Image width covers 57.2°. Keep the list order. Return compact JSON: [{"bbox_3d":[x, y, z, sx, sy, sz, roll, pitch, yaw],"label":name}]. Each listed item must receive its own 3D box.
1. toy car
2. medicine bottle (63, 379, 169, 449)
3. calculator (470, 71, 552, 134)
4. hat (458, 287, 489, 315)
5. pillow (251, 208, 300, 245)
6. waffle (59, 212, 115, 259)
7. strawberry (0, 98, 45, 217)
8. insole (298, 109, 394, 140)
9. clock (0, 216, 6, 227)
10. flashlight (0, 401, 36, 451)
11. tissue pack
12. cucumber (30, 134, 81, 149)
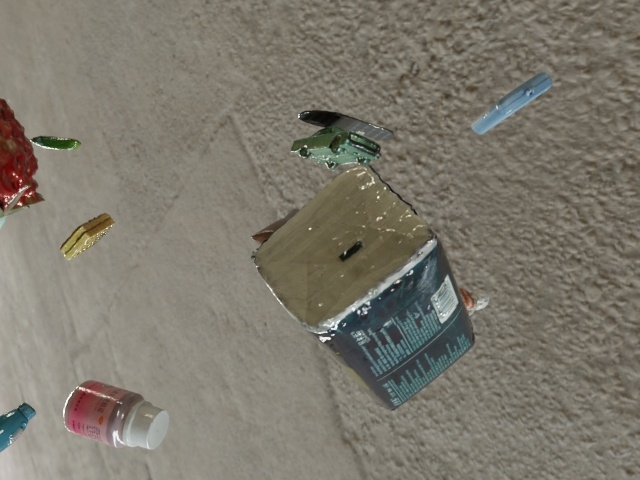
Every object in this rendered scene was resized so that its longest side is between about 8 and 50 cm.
[{"bbox_3d":[0.040,-0.279,1.749,0.321,0.142,0.097,5,78,59],"label":"toy car"},{"bbox_3d":[-0.522,0.453,1.510,0.247,0.147,0.146,10,115,16],"label":"medicine bottle"},{"bbox_3d":[0.374,-0.269,1.162,0.039,0.121,0.210,54,175,0],"label":"calculator"},{"bbox_3d":[0.334,0.149,1.395,0.112,0.163,0.093,119,146,-51],"label":"hat"},{"bbox_3d":[0.000,0.000,1.674,0.308,0.305,0.108,18,111,13],"label":"pillow"},{"bbox_3d":[-0.605,-0.012,1.525,0.042,0.148,0.102,44,106,-7],"label":"waffle"},{"bbox_3d":[-0.500,-0.156,0.794,0.138,0.233,0.306,-10,109,21],"label":"strawberry"},{"bbox_3d":[0.082,-0.352,1.799,0.110,0.310,0.012,150,128,-63],"label":"insole"},{"bbox_3d":[-0.799,-0.051,1.383,0.148,0.060,0.188,-3,61,40],"label":"clock"},{"bbox_3d":[-0.462,0.279,0.820,0.051,0.129,0.051,25,141,22],"label":"flashlight"},{"bbox_3d":[0.103,0.107,1.078,0.253,0.264,0.416,48,176,40],"label":"tissue pack"},{"bbox_3d":[-0.740,-0.271,1.627,0.155,0.037,0.037,7,114,8],"label":"cucumber"}]
